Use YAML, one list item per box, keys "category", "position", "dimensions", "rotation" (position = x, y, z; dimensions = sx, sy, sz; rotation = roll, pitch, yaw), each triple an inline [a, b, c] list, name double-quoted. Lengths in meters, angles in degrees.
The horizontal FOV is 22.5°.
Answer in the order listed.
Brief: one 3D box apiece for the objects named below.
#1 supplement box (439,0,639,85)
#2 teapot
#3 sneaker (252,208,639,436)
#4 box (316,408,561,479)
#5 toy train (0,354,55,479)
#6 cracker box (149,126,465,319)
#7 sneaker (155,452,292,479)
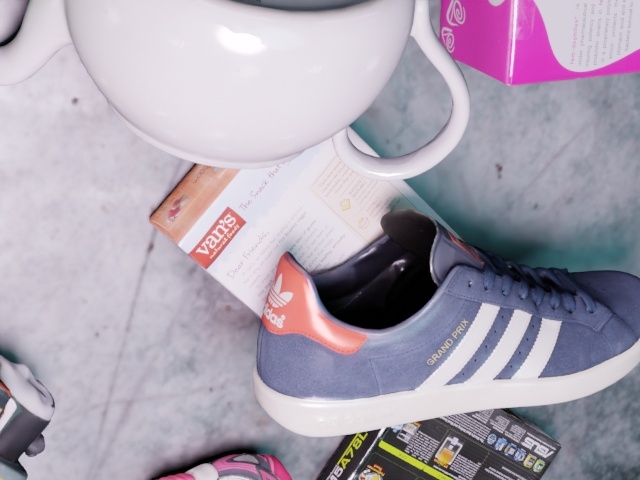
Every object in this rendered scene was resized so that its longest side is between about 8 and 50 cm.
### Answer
- category: "supplement box"
  position: [0.216, -0.198, 1.284]
  dimensions: [0.220, 0.114, 0.111]
  rotation: [-8, 113, -26]
- category: "teapot"
  position: [-0.059, -0.135, 1.108]
  dimensions: [0.252, 0.256, 0.187]
  rotation: [-22, 143, -39]
- category: "sneaker"
  position: [0.117, 0.043, 1.233]
  dimensions: [0.350, 0.131, 0.148]
  rotation: [-11, 118, -26]
- category: "box"
  position: [0.096, 0.214, 1.420]
  dimensions: [0.191, 0.045, 0.184]
  rotation: [31, 95, -33]
- category: "toy train"
  position: [-0.334, 0.196, 1.142]
  dimensions: [0.334, 0.142, 0.190]
  rotation: [-51, 136, -4]
- category: "cracker box"
  position: [0.000, 0.000, 1.273]
  dimensions: [0.156, 0.067, 0.232]
  rotation: [-49, 124, -4]
- category: "sneaker"
  position: [-0.056, 0.319, 1.335]
  dimensions: [0.112, 0.121, 0.299]
  rotation: [-18, 116, -23]
